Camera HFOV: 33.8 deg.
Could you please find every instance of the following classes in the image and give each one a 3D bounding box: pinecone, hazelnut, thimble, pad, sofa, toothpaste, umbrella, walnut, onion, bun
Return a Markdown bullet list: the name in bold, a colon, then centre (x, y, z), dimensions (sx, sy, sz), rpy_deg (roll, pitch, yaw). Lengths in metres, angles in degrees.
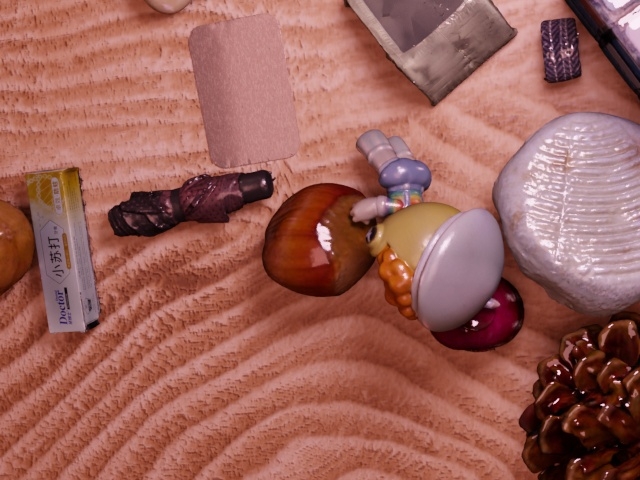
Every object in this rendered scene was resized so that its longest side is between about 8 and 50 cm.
- **pinecone**: centre (0.523, 0.332, 1.716), dimensions (0.397, 0.398, 0.398), rpy_deg (2, 99, 10)
- **hazelnut**: centre (0.004, 0.005, 1.872), dimensions (0.186, 0.210, 0.210), rpy_deg (24, 103, -17)
- **thimble**: centre (0.405, -0.320, 1.778), dimensions (0.066, 0.095, 0.104), rpy_deg (-7, 112, 14)
- **pad**: centre (-0.140, -0.273, 1.934), dimensions (0.176, 0.002, 0.266), rpy_deg (-9, 97, 11)
- **sofa**: centre (0.187, -0.392, 1.817), dimensions (0.210, 0.176, 0.225), rpy_deg (-43, 61, 14)
- **toothpaste**: centre (-0.489, 0.019, 2.014), dimensions (0.089, 0.071, 0.313), rpy_deg (-4, 99, 15)
- **umbrella**: centre (-0.236, -0.069, 1.943), dimensions (0.326, 0.094, 0.090), rpy_deg (-12, 52, 14)
- **walnut**: centre (-0.651, 0.030, 1.978), dimensions (0.203, 0.203, 0.298), rpy_deg (58, 143, -2)
- **onion**: centre (0.266, 0.102, 1.851), dimensions (0.173, 0.135, 0.198), rpy_deg (-12, 94, 8)
- **bun**: centre (0.454, -0.045, 1.750), dimensions (0.354, 0.194, 0.355), rpy_deg (1, 72, -4)

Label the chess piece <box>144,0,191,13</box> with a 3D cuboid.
- **chess piece**: centre (-0.211, -0.500, 1.852), dimensions (0.261, 0.143, 0.143), rpy_deg (-37, 91, 18)

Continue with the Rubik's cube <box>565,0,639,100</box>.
- **Rubik's cube**: centre (0.603, -0.369, 1.605), dimensions (0.358, 0.362, 0.363), rpy_deg (-35, 92, 11)

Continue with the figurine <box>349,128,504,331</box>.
- **figurine**: centre (0.158, -0.041, 1.743), dimensions (0.205, 0.224, 0.382), rpy_deg (-45, 64, 31)
